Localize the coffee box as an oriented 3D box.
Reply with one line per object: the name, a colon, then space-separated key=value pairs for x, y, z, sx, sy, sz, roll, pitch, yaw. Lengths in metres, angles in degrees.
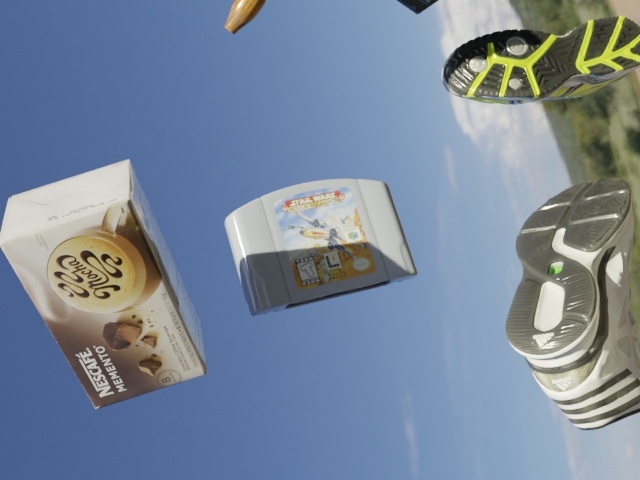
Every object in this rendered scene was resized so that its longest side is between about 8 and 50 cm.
coffee box: x=-0.278 y=0.064 z=1.129 sx=0.119 sy=0.168 sz=0.297 roll=-109 pitch=2 yaw=-56

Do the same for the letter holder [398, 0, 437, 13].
letter holder: x=0.115 y=-0.558 z=1.427 sx=0.301 sy=0.152 sz=0.215 roll=14 pitch=-126 yaw=-51

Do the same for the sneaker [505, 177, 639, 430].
sneaker: x=0.417 y=0.107 z=1.311 sx=0.258 sy=0.169 sz=0.447 roll=60 pitch=-141 yaw=-24

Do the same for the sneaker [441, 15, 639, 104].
sneaker: x=0.408 y=-0.305 z=1.566 sx=0.147 sy=0.384 sz=0.145 roll=107 pitch=155 yaw=-71

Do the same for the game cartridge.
game cartridge: x=0.000 y=0.000 z=1.410 sx=0.062 sy=0.297 sz=0.198 roll=137 pitch=118 yaw=-68

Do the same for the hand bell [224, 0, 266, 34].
hand bell: x=-0.063 y=-0.405 z=1.229 sx=0.126 sy=0.242 sz=0.126 roll=38 pitch=-172 yaw=-6
